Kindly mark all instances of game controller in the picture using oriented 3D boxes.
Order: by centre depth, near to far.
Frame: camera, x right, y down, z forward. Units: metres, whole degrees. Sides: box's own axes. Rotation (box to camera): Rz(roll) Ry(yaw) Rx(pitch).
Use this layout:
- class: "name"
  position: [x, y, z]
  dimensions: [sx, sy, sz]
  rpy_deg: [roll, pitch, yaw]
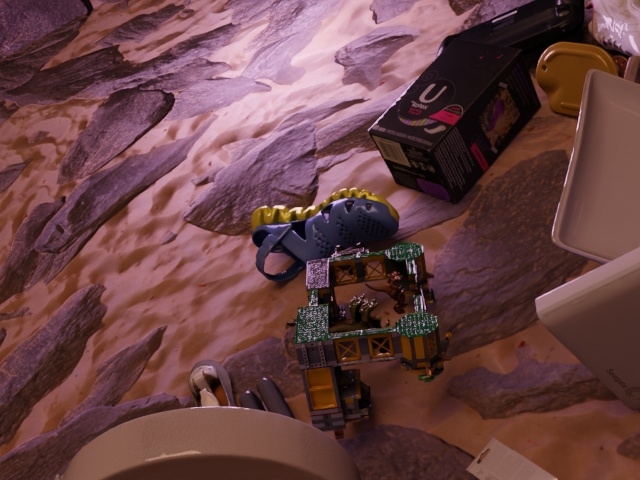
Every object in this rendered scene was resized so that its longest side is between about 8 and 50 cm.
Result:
- class: "game controller"
  position: [0.371, -0.408, 1.795]
  dimensions: [0.319, 0.067, 0.166]
  rpy_deg: [-18, 27, 30]

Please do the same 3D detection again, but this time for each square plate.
- class: "square plate"
  position: [0.506, -0.058, 1.254]
  dimensions: [0.347, 0.049, 0.344]
  rpy_deg: [21, 55, 1]

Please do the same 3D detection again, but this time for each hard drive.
- class: "hard drive"
  position: [0.468, 0.068, 1.056]
  dimensions: [0.353, 0.233, 0.047]
  rpy_deg: [-31, 34, 29]

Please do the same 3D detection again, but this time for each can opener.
- class: "can opener"
  position: [-0.059, 0.306, 1.366]
  dimensions: [0.074, 0.093, 0.280]
  rpy_deg: [-35, 35, 0]

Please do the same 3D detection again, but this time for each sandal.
- class: "sandal"
  position: [0.000, 0.000, 1.615]
  dimensions: [0.317, 0.126, 0.138]
  rpy_deg: [-14, 46, 35]

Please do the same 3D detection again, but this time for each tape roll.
- class: "tape roll"
  position: [-0.138, 0.352, 1.131]
  dimensions: [0.392, 0.392, 0.072]
  rpy_deg: [-22, 41, 14]

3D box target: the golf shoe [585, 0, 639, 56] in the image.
- class: "golf shoe"
  position: [0.566, -0.377, 1.632]
  dimensions: [0.140, 0.115, 0.306]
  rpy_deg: [-37, 35, 38]

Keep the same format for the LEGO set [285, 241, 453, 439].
- class: "LEGO set"
  position: [0.078, 0.159, 1.382]
  dimensions: [0.255, 0.192, 0.331]
  rpy_deg: [-12, 27, -2]

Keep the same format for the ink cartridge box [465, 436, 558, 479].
- class: "ink cartridge box"
  position: [0.254, 0.315, 1.183]
  dimensions: [0.063, 0.029, 0.115]
  rpy_deg: [-46, 40, -13]

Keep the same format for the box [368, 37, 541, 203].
- class: "box"
  position: [0.247, -0.224, 1.643]
  dimensions: [0.270, 0.143, 0.165]
  rpy_deg: [-48, 42, -17]

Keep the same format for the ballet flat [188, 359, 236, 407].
- class: "ballet flat"
  position: [-0.184, 0.256, 1.511]
  dimensions: [0.072, 0.068, 0.213]
  rpy_deg: [-34, 39, -1]

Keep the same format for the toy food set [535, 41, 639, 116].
- class: "toy food set"
  position: [0.485, -0.283, 1.587]
  dimensions: [0.071, 0.128, 0.218]
  rpy_deg: [-13, 24, -33]
